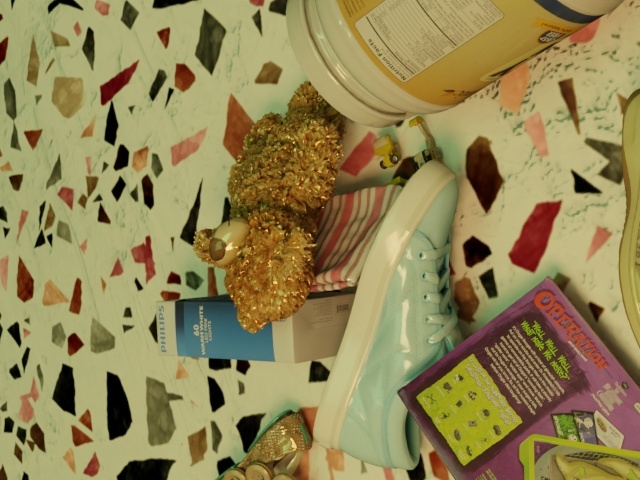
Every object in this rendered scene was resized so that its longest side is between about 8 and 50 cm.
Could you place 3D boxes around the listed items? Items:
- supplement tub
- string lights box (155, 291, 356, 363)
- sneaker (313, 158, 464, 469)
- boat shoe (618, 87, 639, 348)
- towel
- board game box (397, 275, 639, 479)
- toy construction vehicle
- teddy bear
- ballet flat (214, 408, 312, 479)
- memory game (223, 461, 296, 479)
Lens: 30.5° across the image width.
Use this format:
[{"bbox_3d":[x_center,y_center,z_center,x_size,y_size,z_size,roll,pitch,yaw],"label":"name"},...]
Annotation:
[{"bbox_3d":[0.137,-0.269,1.202,0.316,0.228,0.228,-29,72,42],"label":"supplement tub"},{"bbox_3d":[-0.079,0.107,1.495,0.260,0.133,0.076,-3,91,45],"label":"string lights box"},{"bbox_3d":[0.115,0.094,1.330,0.150,0.135,0.366,22,111,14],"label":"sneaker"},{"bbox_3d":[0.342,-0.009,1.099,0.089,0.104,0.285,-7,86,47],"label":"boat shoe"},{"bbox_3d":[0.000,0.000,1.394,0.197,0.029,0.144,-8,46,47],"label":"towel"},{"bbox_3d":[0.254,0.229,1.174,0.208,0.056,0.347,-39,62,10],"label":"board game box"},{"bbox_3d":[0.106,-0.086,1.380,0.086,0.035,0.098,-32,74,46],"label":"toy construction vehicle"},{"bbox_3d":[-0.062,-0.058,1.401,0.245,0.113,0.338,-13,47,47],"label":"teddy bear"},{"bbox_3d":[-0.080,0.306,1.553,0.067,0.073,0.206,53,128,19],"label":"ballet flat"},{"bbox_3d":[-0.068,0.376,1.532,0.186,0.012,0.186,9,112,23],"label":"memory game"}]
